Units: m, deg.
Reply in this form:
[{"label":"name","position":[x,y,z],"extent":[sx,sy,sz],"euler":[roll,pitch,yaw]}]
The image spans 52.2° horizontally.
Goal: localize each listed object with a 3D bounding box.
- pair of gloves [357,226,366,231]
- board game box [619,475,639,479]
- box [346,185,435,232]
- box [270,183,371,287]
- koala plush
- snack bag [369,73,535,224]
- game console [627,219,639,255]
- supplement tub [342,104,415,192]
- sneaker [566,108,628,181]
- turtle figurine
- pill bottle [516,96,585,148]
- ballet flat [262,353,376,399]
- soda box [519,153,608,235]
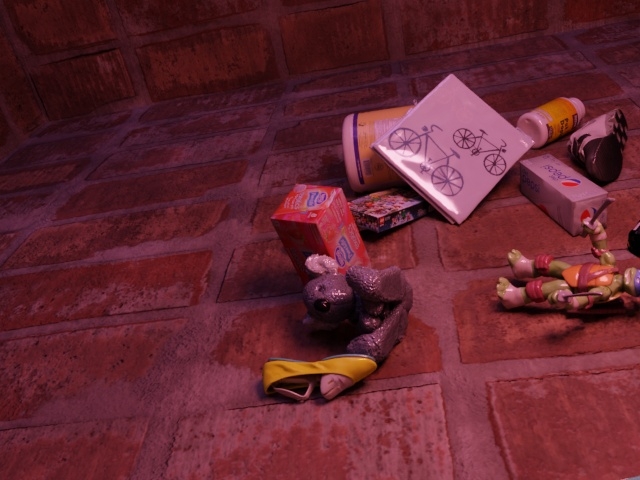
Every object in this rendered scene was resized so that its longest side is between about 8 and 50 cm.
[{"label":"pair of gloves","position":[0.001,-0.037,1.809],"extent":[0.204,0.042,0.240],"euler":[-20,29,-14]},{"label":"board game box","position":[0.410,0.406,0.833],"extent":[0.160,0.047,0.210],"euler":[-13,29,1]},{"label":"box","position":[0.180,-0.089,1.782],"extent":[0.233,0.044,0.159],"euler":[-20,28,-38]},{"label":"box","position":[0.007,0.007,1.485],"extent":[0.128,0.256,0.122],"euler":[8,49,32]},{"label":"koala plush","position":[0.059,0.127,1.353],"extent":[0.221,0.196,0.203],"euler":[4,13,30]},{"label":"snack bag","position":[0.359,-0.259,1.774],"extent":[0.323,0.037,0.342],"euler":[43,76,9]},{"label":"game console","position":[0.857,-0.074,1.450],"extent":[0.361,0.043,0.213],"euler":[-39,24,-27]},{"label":"supplement tub","position":[0.245,-0.276,1.935],"extent":[0.332,0.240,0.241],"euler":[-6,29,11]},{"label":"sneaker","position":[0.764,-0.250,1.838],"extent":[0.146,0.122,0.330],"euler":[-13,23,39]},{"label":"turtle figurine","position":[0.474,0.043,1.275],"extent":[0.266,0.197,0.275],"euler":[-9,-19,43]},{"label":"pill bottle","position":[0.728,-0.376,2.052],"extent":[0.215,0.117,0.117],"euler":[-27,32,-24]},{"label":"ballet flat","position":[-0.006,0.265,1.246],"extent":[0.231,0.077,0.077],"euler":[-5,50,19]},{"label":"soda box","position":[0.610,-0.122,1.659],"extent":[0.091,0.098,0.286],"euler":[-14,29,-5]}]
